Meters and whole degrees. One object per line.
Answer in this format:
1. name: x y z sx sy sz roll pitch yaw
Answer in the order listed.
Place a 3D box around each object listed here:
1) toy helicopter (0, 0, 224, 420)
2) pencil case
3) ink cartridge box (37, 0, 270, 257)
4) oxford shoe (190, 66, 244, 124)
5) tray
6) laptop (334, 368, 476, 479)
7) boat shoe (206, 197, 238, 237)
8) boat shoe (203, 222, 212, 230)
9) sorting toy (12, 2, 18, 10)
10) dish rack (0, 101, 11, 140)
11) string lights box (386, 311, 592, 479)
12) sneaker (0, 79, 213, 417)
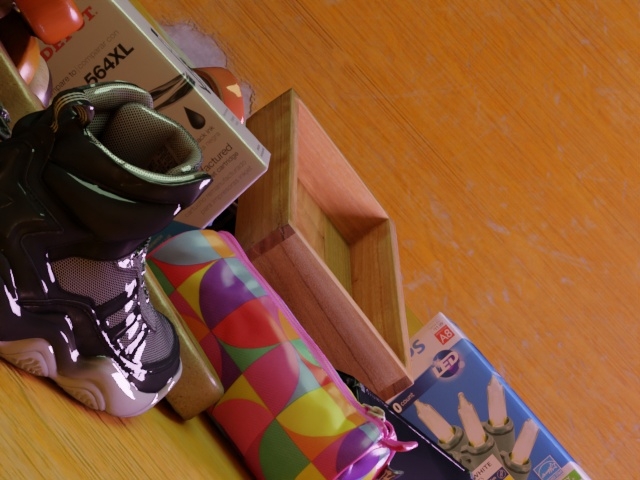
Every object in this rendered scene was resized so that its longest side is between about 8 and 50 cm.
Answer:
1. toy helicopter: -0.174 -0.035 1.179 0.355 0.140 0.235 58 -4 -1
2. pencil case: -0.040 0.095 1.240 0.236 0.104 0.104 47 4 21
3. ink cartridge box: -0.160 -0.087 1.353 0.203 0.148 0.086 46 7 -8
4. oxford shoe: -0.178 -0.126 1.638 0.271 0.098 0.097 -1 -83 58
5. tray: 0.000 0.000 1.782 0.203 0.076 0.411 53 14 -18
6. laptop: 0.027 0.206 1.475 0.264 0.137 0.234 19 -16 38
7. boat shoe: -0.126 -0.053 1.836 0.065 0.075 0.206 47 -1 27
8. boat shoe: -0.140 -0.041 1.506 0.109 0.089 0.258 51 4 37
9. sorting toy: -0.346 -0.275 1.775 0.132 0.046 0.274 49 13 17
10. dish rack: -0.290 -0.137 0.924 0.271 0.074 0.208 35 14 -46
11. string lights box: 0.175 0.222 1.935 0.260 0.133 0.077 49 6 23
12. sneaker: -0.114 0.005 0.977 0.101 0.153 0.268 51 6 29
